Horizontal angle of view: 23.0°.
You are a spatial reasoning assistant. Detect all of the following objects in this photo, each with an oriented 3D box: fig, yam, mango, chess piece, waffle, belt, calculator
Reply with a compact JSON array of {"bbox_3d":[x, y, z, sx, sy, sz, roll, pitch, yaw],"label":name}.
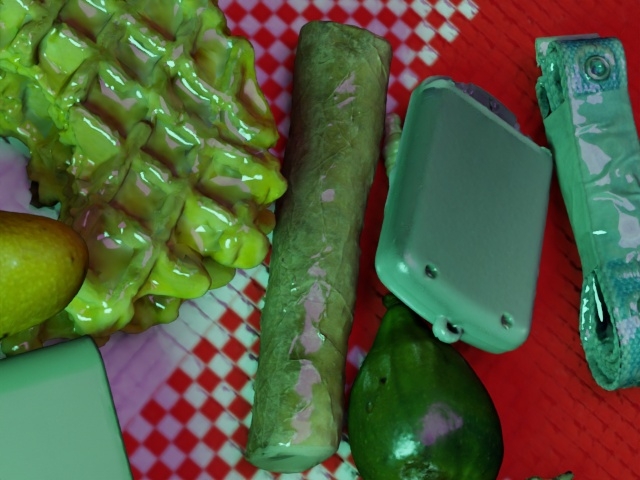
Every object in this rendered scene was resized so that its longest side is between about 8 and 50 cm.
[{"bbox_3d":[0.072,0.109,1.164,0.117,0.117,0.177,3,61,-20],"label":"fig"},{"bbox_3d":[0.000,0.000,1.184,0.081,0.081,0.356,13,70,-17],"label":"yam"},{"bbox_3d":[-0.293,0.031,0.963,0.295,0.177,0.120,-18,99,18],"label":"mango"},{"bbox_3d":[0.066,-0.059,1.251,0.035,0.035,0.092,-9,72,-23],"label":"chess piece"},{"bbox_3d":[-0.175,-0.089,1.105,0.261,0.151,0.324,-34,91,-31],"label":"waffle"},{"bbox_3d":[0.231,-0.028,1.277,0.072,0.087,0.302,-6,74,-10],"label":"belt"},{"bbox_3d":[0.115,-0.022,1.214,0.141,0.045,0.246,32,49,-23],"label":"calculator"}]

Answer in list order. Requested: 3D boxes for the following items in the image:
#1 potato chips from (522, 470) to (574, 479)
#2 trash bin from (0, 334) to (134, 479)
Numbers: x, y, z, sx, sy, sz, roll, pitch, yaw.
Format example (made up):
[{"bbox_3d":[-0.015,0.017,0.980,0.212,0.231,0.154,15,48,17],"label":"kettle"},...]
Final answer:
[{"bbox_3d":[0.123,0.228,1.156,0.207,0.028,0.092,-45,136,-23],"label":"potato chips"},{"bbox_3d":[-0.284,0.208,0.959,0.343,0.158,0.223,-11,77,-23],"label":"trash bin"}]
